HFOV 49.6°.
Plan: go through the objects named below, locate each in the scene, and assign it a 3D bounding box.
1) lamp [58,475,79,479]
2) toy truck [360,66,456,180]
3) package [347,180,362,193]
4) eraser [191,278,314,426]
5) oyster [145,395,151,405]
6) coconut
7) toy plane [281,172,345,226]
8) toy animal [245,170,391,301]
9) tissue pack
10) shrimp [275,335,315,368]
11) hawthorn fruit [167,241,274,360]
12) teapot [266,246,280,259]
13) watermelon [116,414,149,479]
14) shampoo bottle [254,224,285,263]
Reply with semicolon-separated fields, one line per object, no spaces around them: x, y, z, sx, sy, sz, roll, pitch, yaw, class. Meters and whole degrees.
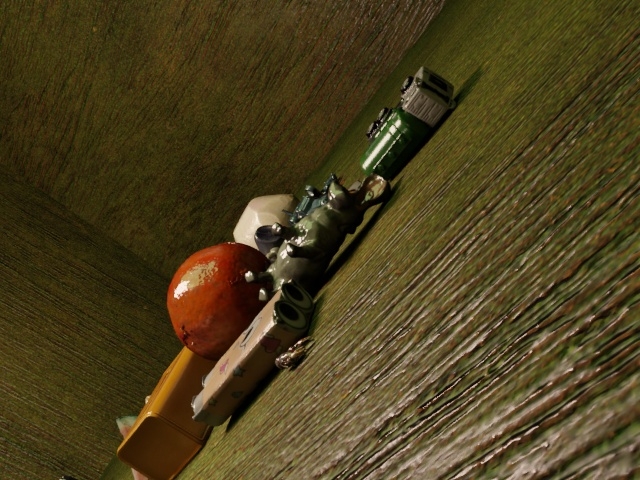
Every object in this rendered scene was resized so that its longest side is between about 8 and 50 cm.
-0.469;0.629;1.170;0.272;0.205;0.374;-41;26;46;lamp
0.172;-0.233;1.438;0.242;0.101;0.125;-52;12;38;toy truck
0.037;-0.059;1.753;0.239;0.030;0.154;-54;10;-2;package
-0.132;0.223;1.349;0.290;0.087;0.171;-50;7;24;eraser
-0.458;0.539;1.996;0.161;0.107;0.233;-48;27;9;oyster
-0.132;-0.033;2.043;0.234;0.224;0.224;-54;8;11;coconut
-0.033;-0.060;1.692;0.223;0.104;0.326;-63;21;-15;toy plane
-0.007;-0.006;1.389;0.168;0.106;0.343;13;-55;-51;toy animal
-0.321;0.386;1.596;0.194;0.145;0.274;-48;11;29;tissue pack
-0.046;0.195;1.168;0.092;0.029;0.038;-46;10;28;shrimp
-0.191;0.120;1.596;0.307;0.276;0.276;-33;18;29;hawthorn fruit
-0.107;0.083;1.727;0.077;0.107;0.200;-54;6;-38;teapot
-0.402;0.517;1.716;0.136;0.202;0.207;-16;2;-29;watermelon
-0.107;0.034;1.766;0.233;0.087;0.049;72;-155;-62;shampoo bottle
